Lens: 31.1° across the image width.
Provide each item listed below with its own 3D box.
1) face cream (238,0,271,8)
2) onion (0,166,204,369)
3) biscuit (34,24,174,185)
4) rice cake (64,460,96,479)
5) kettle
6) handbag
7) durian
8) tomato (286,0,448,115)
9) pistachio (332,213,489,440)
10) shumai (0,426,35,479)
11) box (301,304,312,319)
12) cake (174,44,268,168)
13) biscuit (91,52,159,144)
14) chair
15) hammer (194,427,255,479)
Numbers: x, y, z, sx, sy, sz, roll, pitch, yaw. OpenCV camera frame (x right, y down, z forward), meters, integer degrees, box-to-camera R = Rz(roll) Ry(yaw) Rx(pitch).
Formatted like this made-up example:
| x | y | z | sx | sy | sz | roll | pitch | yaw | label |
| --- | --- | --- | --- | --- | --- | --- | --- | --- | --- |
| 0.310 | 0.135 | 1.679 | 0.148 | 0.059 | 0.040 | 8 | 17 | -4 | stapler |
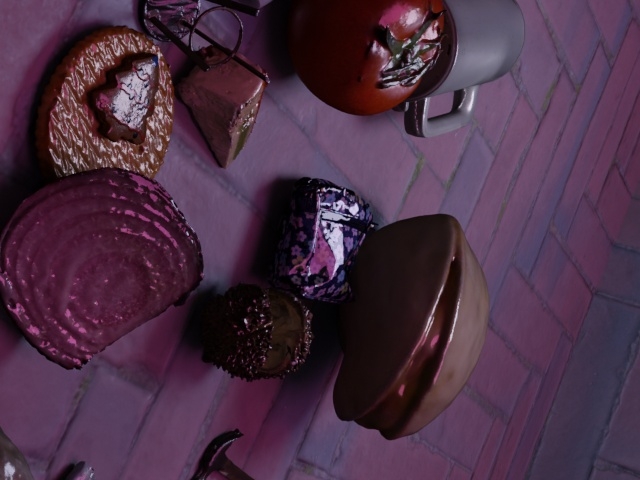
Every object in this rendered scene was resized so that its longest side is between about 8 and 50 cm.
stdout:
| x | y | z | sx | sy | sz | roll | pitch | yaw | label |
| --- | --- | --- | --- | --- | --- | --- | --- | --- | --- |
| -0.085 | -0.385 | 1.633 | 0.095 | 0.091 | 0.091 | -55 | 147 | -13 | face cream |
| -0.294 | 0.008 | 1.452 | 0.250 | 0.111 | 0.247 | -32 | 125 | -2 | onion |
| -0.276 | -0.154 | 1.489 | 0.254 | 0.035 | 0.254 | -37 | 136 | -47 | biscuit |
| -0.366 | 0.444 | 1.651 | 0.189 | 0.037 | 0.198 | -52 | 144 | -32 | rice cake |
| 0.224 | -0.334 | 2.044 | 0.318 | 0.205 | 0.265 | -22 | 92 | -57 | kettle |
| 0.000 | 0.000 | 1.942 | 0.229 | 0.127 | 0.208 | 17 | 85 | -60 | handbag |
| -0.112 | 0.155 | 1.808 | 0.196 | 0.196 | 0.167 | 67 | 16 | -49 | durian |
| 0.070 | -0.325 | 1.778 | 0.256 | 0.224 | 0.256 | -42 | 153 | -28 | tomato |
| 0.154 | 0.150 | 2.088 | 0.365 | 0.281 | 0.445 | -48 | -160 | 57 | pistachio |
| -0.392 | 0.252 | 1.225 | 0.309 | 0.263 | 0.304 | 91 | 16 | -47 | shumai |
| -0.063 | 0.117 | 1.940 | 0.035 | 0.083 | 0.079 | -66 | 149 | -12 | box |
| -0.152 | -0.199 | 1.671 | 0.086 | 0.117 | 0.220 | -57 | 180 | -21 | cake |
| -0.242 | -0.186 | 1.472 | 0.130 | 0.019 | 0.119 | -66 | 151 | -13 | biscuit |
| -0.160 | -0.274 | 1.479 | 0.095 | 0.221 | 0.104 | -23 | 130 | -24 | chair |
| -0.136 | 0.429 | 2.042 | 0.125 | 0.027 | 0.297 | -57 | 147 | -17 | hammer |
